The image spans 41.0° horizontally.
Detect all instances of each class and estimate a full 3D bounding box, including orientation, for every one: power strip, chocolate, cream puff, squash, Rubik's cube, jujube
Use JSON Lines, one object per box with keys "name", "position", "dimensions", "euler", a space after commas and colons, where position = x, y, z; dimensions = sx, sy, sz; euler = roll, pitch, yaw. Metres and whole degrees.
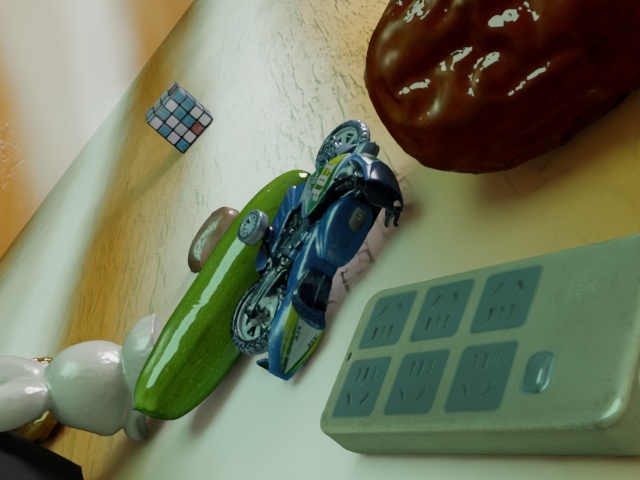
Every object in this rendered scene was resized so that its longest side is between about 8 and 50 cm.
{"name": "power strip", "position": [0.102, 0.072, 0.520], "dimensions": [0.270, 0.046, 0.118], "euler": [-17, 38, 52]}
{"name": "chocolate", "position": [-0.149, -0.005, 1.136], "dimensions": [0.101, 0.031, 0.064], "euler": [-59, 19, -18]}
{"name": "cream puff", "position": [-0.387, 0.212, 1.146], "dimensions": [0.119, 0.104, 0.133], "euler": [-56, 21, 2]}
{"name": "squash", "position": [-0.087, 0.053, 0.853], "dimensions": [0.293, 0.082, 0.082], "euler": [-58, 24, -18]}
{"name": "Rubik's cube", "position": [-0.275, -0.240, 1.666], "dimensions": [0.092, 0.092, 0.092], "euler": [-48, 22, 5]}
{"name": "jujube", "position": [0.151, -0.156, 0.623], "dimensions": [0.250, 0.174, 0.174], "euler": [-32, 27, 23]}

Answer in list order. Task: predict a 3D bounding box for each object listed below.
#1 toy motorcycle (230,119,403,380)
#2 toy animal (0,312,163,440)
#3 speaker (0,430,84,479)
{"name": "toy motorcycle", "position": [0.000, 0.000, 0.774], "dimensions": [0.135, 0.092, 0.255], "euler": [10, 70, 54]}
{"name": "toy animal", "position": [-0.264, 0.159, 0.886], "dimensions": [0.220, 0.131, 0.104], "euler": [-12, 41, -8]}
{"name": "speaker", "position": [-0.379, 0.297, 0.794], "dimensions": [0.254, 0.232, 0.184], "euler": [-57, 21, -4]}
